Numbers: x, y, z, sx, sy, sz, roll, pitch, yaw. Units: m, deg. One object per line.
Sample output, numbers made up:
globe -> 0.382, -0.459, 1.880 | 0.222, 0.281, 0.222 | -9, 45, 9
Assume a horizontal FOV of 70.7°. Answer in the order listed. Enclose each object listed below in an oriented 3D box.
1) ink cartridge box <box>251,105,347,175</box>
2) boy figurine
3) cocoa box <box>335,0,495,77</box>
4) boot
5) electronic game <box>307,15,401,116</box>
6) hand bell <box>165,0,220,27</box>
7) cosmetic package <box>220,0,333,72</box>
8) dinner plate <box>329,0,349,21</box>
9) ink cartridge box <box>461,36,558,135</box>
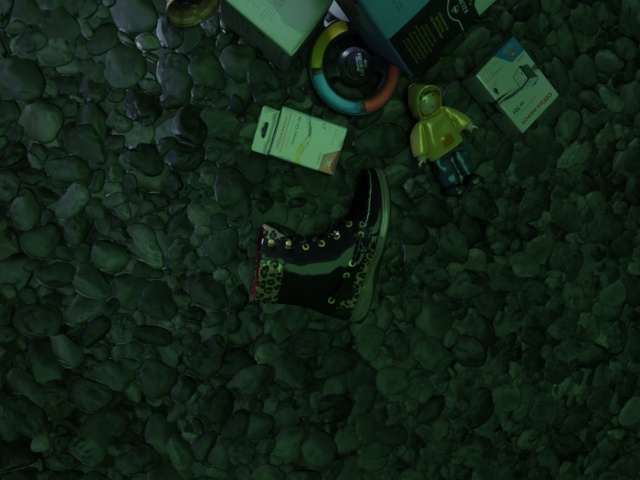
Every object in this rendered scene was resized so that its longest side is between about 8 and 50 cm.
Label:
ink cartridge box -> -0.051, -0.234, 1.049 | 0.197, 0.067, 0.116 | 15, 94, -12
boy figurine -> 0.302, -0.257, 1.105 | 0.177, 0.092, 0.285 | -28, 104, -4
cocoa box -> 0.124, -0.532, 0.840 | 0.228, 0.232, 0.347 | -42, 130, 12
boot -> 0.000, 0.000, 1.059 | 0.283, 0.138, 0.378 | 8, 101, -12
electronic game -> 0.082, -0.409, 1.064 | 0.228, 0.048, 0.230 | -1, 97, -11
hand bell -> -0.317, -0.595, 0.948 | 0.126, 0.126, 0.242 | -26, 89, -7
cosmetic package -> -0.096, -0.492, 0.966 | 0.183, 0.151, 0.152 | 38, 89, -12
dinner plate -> 0.072, -0.571, 1.040 | 0.141, 0.017, 0.142 | 1, 81, -6
ink cartridge box -> 0.472, -0.380, 1.127 | 0.190, 0.082, 0.140 | 44, 87, -11
